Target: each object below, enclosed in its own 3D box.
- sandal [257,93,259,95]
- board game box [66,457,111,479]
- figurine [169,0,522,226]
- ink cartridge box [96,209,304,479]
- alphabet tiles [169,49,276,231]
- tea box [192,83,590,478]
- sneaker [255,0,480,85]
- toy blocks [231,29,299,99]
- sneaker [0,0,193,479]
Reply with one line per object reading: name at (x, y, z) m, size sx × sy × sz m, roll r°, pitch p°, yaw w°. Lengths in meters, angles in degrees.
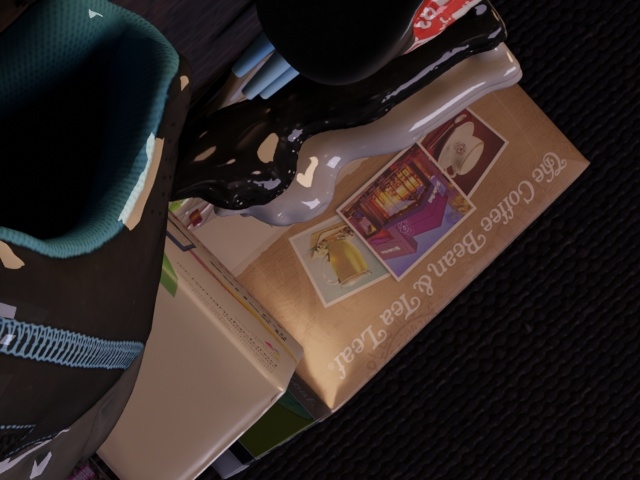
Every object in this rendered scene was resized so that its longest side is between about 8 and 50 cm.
sandal at (0.036, -0.141, 1.374) m, size 0.254 × 0.054 × 0.097 m, roll -42°, pitch 180°, yaw 12°
board game box at (-0.182, 0.211, 0.960) m, size 0.141 × 0.291 × 0.232 m, roll -42°, pitch 180°, yaw 23°
figurine at (0.009, -0.081, 1.158) m, size 0.209 × 0.092 × 0.215 m, roll -38°, pitch 170°, yaw 5°
ink cartridge box at (-0.095, 0.043, 1.013) m, size 0.093 × 0.154 × 0.212 m, roll -43°, pitch 179°, yaw 1°
alphabet tiles at (-0.016, -0.087, 1.248) m, size 0.237 × 0.009 × 0.198 m, roll -33°, pitch 163°, yaw -45°
tea box at (0.000, 0.000, 1.662) m, size 0.329 × 0.220 × 0.323 m, roll -42°, pitch -179°, yaw -26°
sneaker at (0.093, -0.170, 0.763) m, size 0.270 × 0.090 × 0.145 m, roll -37°, pitch -176°, yaw 41°
toy blocks at (0.024, -0.130, 0.958) m, size 0.148 × 0.054 × 0.123 m, roll -42°, pitch 180°, yaw 21°
sneaker at (-0.144, 0.042, 0.453) m, size 0.341 × 0.125 × 0.139 m, roll -49°, pitch 168°, yaw -53°
